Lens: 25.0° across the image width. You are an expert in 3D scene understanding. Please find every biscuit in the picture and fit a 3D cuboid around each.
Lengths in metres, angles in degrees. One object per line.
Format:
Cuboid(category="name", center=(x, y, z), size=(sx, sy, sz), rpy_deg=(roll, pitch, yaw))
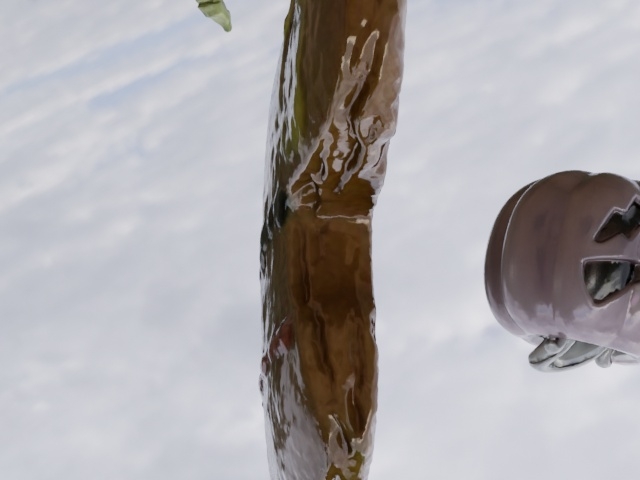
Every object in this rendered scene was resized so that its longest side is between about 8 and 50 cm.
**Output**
Cuboid(category="biscuit", center=(-0.002, 0.000, 0.700), size=(0.052, 0.277, 0.262), rpy_deg=(2, 170, -5))

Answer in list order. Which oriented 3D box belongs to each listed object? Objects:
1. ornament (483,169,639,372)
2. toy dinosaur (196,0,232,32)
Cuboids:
Cuboid(category="ornament", center=(0.219, 0.031, 1.158), size=(0.178, 0.177, 0.177), rpy_deg=(-24, -162, 9))
Cuboid(category="toy dinosaur", center=(-0.107, -0.255, 0.923), size=(0.094, 0.259, 0.153), rpy_deg=(-2, -132, 35))
